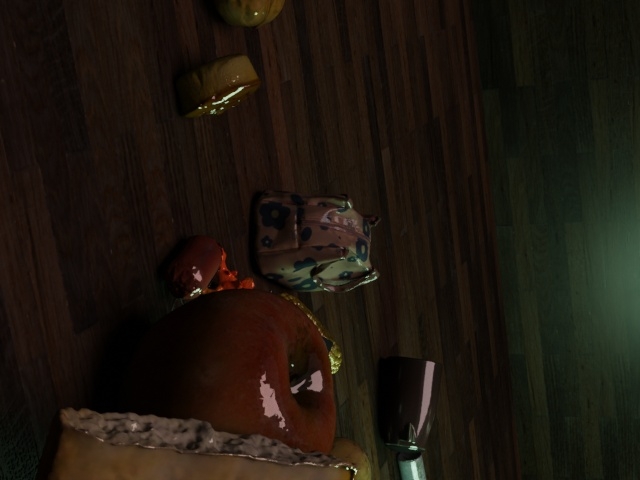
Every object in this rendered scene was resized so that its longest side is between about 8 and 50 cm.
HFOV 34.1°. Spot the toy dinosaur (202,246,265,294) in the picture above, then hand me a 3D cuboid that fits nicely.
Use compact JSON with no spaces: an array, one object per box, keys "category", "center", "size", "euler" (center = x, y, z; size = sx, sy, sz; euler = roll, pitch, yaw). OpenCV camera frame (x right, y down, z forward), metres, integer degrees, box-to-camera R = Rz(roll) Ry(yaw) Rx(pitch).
[{"category":"toy dinosaur","center":[-0.134,0.145,1.831],"size":[0.070,0.117,0.288],"euler":[-41,122,-62]}]

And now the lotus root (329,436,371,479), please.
[{"category":"lotus root","center":[0.018,0.521,2.123],"size":[0.160,0.146,0.284],"euler":[54,28,-21]}]

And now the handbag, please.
[{"category":"handbag","center":[0.000,0.000,2.062],"size":[0.251,0.193,0.190],"euler":[30,56,-64]}]

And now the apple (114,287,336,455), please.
[{"category":"apple","center":[-0.146,0.243,1.577],"size":[0.338,0.305,0.338],"euler":[39,44,-52]}]

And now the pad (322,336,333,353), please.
[{"category":"pad","center":[-0.070,0.311,1.980],"size":[0.202,0.005,0.300],"euler":[36,75,-62]}]

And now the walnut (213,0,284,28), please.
[{"category":"walnut","center":[-0.133,-0.471,1.874],"size":[0.144,0.144,0.180],"euler":[-33,126,-64]}]

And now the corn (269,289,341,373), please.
[{"category":"corn","center":[-0.036,0.195,2.081],"size":[0.310,0.101,0.101],"euler":[55,40,-53]}]

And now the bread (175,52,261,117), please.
[{"category":"bread","center":[-0.168,-0.268,1.791],"size":[0.156,0.125,0.086],"euler":[-34,101,-59]}]

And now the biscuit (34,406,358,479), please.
[{"category":"biscuit","center":[-0.187,0.412,1.383],"size":[0.429,0.104,0.446],"euler":[6,114,-30]}]

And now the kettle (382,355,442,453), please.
[{"category":"kettle","center":[0.217,0.421,2.642],"size":[0.202,0.144,0.232],"euler":[125,-25,-77]}]

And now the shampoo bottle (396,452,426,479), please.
[{"category":"shampoo bottle","center":[0.251,0.653,2.747],"size":[0.072,0.072,0.214],"euler":[-49,132,-58]}]

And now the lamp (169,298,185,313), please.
[{"category":"lamp","center":[-0.215,0.146,1.750],"size":[0.121,0.041,0.054],"euler":[60,27,-52]}]

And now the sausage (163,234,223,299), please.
[{"category":"sausage","center":[-0.208,0.043,1.724],"size":[0.141,0.076,0.076],"euler":[-60,141,-56]}]
